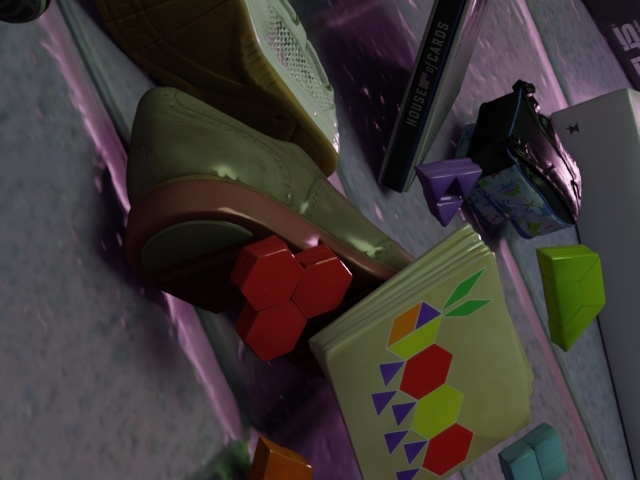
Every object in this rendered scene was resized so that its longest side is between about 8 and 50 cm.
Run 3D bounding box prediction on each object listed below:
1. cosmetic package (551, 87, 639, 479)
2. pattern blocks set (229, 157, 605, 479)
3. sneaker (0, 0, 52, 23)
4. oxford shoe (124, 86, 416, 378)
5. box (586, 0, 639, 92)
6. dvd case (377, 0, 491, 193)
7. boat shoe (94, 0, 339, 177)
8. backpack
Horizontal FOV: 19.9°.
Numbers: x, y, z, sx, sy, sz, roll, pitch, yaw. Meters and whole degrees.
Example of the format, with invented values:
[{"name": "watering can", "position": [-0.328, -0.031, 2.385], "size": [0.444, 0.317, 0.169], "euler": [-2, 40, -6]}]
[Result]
[{"name": "cosmetic package", "position": [0.372, 0.051, 1.848], "size": [0.284, 0.097, 0.377], "euler": [4, 71, -55]}, {"name": "pattern blocks set", "position": [0.070, 0.088, 1.219], "size": [0.285, 0.026, 0.325], "euler": [-24, 129, -21]}, {"name": "sneaker", "position": [-0.222, -0.153, 1.020], "size": [0.170, 0.063, 0.075], "euler": [29, 50, -43]}, {"name": "oxford shoe", "position": [0.000, 0.000, 1.245], "size": [0.348, 0.123, 0.130], "euler": [35, 38, -49]}, {"name": "box", "position": [0.406, -0.352, 1.897], "size": [0.395, 0.318, 0.097], "euler": [55, 33, -28]}, {"name": "dvd case", "position": [0.111, -0.177, 1.454], "size": [0.029, 0.239, 0.179], "euler": [23, 37, 6]}, {"name": "boat shoe", "position": [-0.070, -0.153, 1.240], "size": [0.277, 0.098, 0.096], "euler": [55, 32, -42]}, {"name": "backpack", "position": [0.172, -0.059, 1.587], "size": [0.114, 0.084, 0.105], "euler": [47, 38, -27]}]
